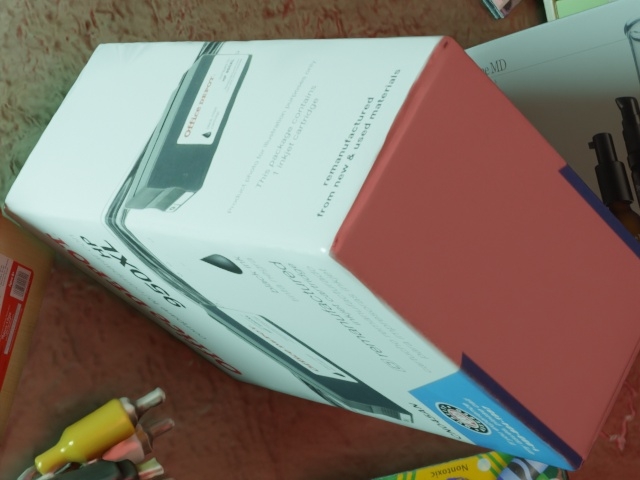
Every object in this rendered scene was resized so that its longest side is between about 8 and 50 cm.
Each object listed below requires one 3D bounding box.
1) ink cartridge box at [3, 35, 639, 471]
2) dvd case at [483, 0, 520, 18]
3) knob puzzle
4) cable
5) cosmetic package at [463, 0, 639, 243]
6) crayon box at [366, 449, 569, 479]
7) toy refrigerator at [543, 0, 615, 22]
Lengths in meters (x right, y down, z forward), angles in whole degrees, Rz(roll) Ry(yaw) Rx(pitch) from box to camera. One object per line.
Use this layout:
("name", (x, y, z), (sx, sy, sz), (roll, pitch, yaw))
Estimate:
("ink cartridge box", (0.000, 0.000, 1.089), (0.285, 0.395, 0.166), (41, 70, -35))
("dvd case", (0.156, -0.348, 1.443), (0.164, 0.018, 0.221), (-47, 109, -24))
("knob puzzle", (-0.278, 0.059, 1.114), (0.213, 0.030, 0.213), (9, 90, -67))
("cable", (-0.241, 0.214, 1.173), (0.287, 0.072, 0.139), (-15, 121, -16))
("cosmetic package", (0.273, -0.062, 1.280), (0.097, 0.377, 0.284), (-15, 93, -30))
("crayon box", (0.140, 0.347, 1.265), (0.203, 0.083, 0.323), (-12, 77, -9))
("toy refrigerator", (0.279, -0.217, 1.441), (0.094, 0.102, 0.269), (-17, 99, -31))
